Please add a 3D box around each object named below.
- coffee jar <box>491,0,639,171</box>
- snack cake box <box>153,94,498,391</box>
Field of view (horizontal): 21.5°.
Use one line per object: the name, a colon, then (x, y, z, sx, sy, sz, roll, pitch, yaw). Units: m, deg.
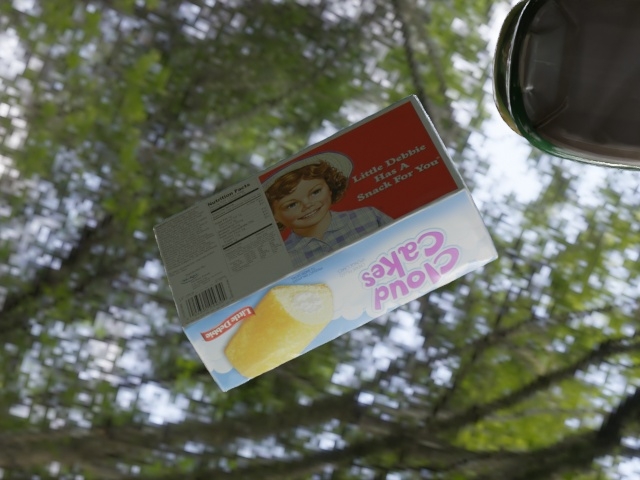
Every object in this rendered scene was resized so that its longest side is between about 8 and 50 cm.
coffee jar: (0.127, -0.075, 0.755, 0.096, 0.184, 0.079, 8, -83, 3)
snack cake box: (0.000, 0.000, 1.452, 0.264, 0.089, 0.152, -26, -142, 3)
